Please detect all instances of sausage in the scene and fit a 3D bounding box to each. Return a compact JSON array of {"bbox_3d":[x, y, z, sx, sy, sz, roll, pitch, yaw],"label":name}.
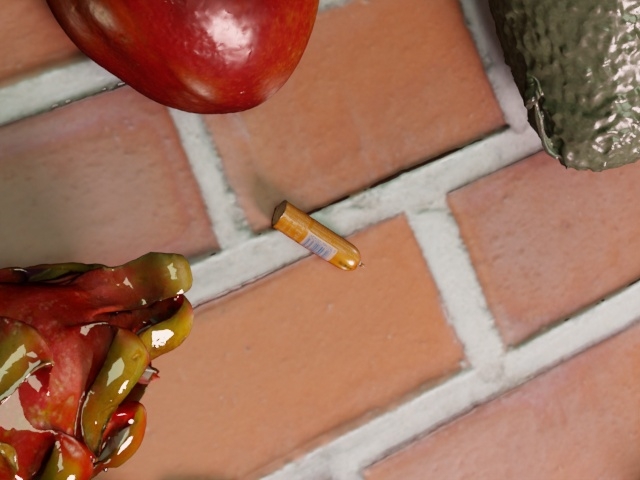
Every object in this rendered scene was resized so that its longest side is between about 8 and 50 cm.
[{"bbox_3d":[0.000,0.000,1.172,0.107,0.031,0.031,34,77,-18],"label":"sausage"}]

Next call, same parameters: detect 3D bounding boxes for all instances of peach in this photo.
[{"bbox_3d":[-0.118,-0.236,1.058,0.248,0.245,0.275,-33,113,10],"label":"peach"}]

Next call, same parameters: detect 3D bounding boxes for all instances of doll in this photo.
[{"bbox_3d":[0.289,-0.248,1.192,0.247,0.247,0.350,-11,101,-21],"label":"doll"}]

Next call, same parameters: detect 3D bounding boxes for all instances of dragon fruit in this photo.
[{"bbox_3d":[-0.252,0.129,0.981,0.307,0.227,0.243,1,90,-34],"label":"dragon fruit"}]
